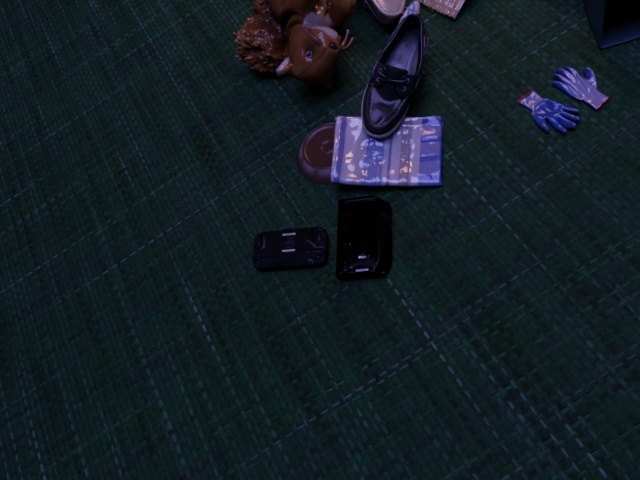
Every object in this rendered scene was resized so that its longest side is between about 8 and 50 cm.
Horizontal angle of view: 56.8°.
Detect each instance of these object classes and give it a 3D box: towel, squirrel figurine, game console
[{"bbox_3d":[0.170,-0.233,1.518,0.285,0.034,0.209,3,67,10],"label":"towel"},{"bbox_3d":[-0.061,-0.606,1.698,0.397,0.281,0.369,-13,80,47],"label":"squirrel figurine"},{"bbox_3d":[0.000,0.000,1.483,0.362,0.044,0.213,-5,62,16],"label":"game console"}]

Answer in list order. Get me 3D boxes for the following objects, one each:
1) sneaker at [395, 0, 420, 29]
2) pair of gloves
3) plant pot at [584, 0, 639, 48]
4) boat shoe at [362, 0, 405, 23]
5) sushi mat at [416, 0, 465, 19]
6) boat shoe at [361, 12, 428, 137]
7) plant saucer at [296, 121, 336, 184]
[{"bbox_3d":[0.247,-0.572,1.661,0.086,0.085,0.237,18,68,-1],"label":"sneaker"},{"bbox_3d":[0.604,-0.351,1.458,0.198,0.023,0.159,-39,60,-1],"label":"pair of gloves"},{"bbox_3d":[0.747,-0.639,1.472,0.166,0.165,0.234,-14,56,12],"label":"plant pot"},{"bbox_3d":[0.163,-0.748,1.759,0.117,0.096,0.324,-6,60,-19],"label":"boat shoe"},{"bbox_3d":[0.398,-0.792,1.662,0.151,0.019,0.316,38,108,29],"label":"sushi mat"},{"bbox_3d":[0.193,-0.428,1.510,0.127,0.113,0.339,25,78,11],"label":"boat shoe"},{"bbox_3d":[0.024,-0.245,1.597,0.199,0.036,0.198,-8,62,15],"label":"plant saucer"}]
